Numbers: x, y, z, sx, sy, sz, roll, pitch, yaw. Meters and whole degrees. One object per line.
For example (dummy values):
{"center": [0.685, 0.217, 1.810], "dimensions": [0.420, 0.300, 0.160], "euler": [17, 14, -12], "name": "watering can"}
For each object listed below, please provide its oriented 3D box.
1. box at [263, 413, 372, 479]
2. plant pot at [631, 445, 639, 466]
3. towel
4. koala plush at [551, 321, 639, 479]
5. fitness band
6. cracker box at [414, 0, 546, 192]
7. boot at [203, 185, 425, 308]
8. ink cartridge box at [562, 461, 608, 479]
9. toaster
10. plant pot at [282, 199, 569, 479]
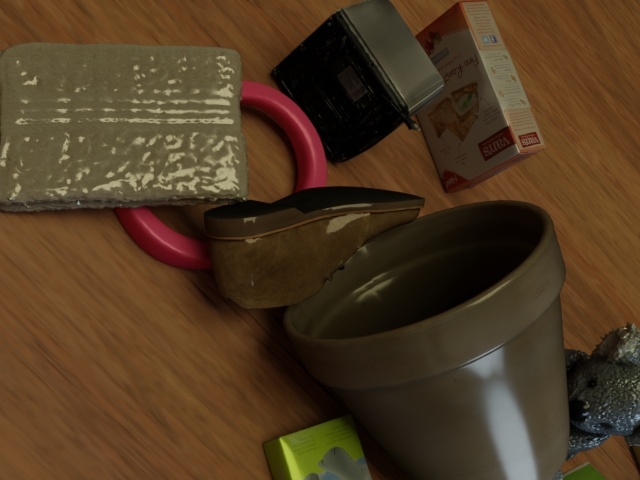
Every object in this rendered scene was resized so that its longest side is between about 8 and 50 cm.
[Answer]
{"center": [0.011, 0.301, 1.024], "dimensions": [0.109, 0.042, 0.178], "euler": [-11, 77, -36], "name": "box"}
{"center": [0.585, 0.271, 1.334], "dimensions": [0.212, 0.212, 0.187], "euler": [6, 81, -33], "name": "plant pot"}
{"center": [-0.221, -0.124, 0.984], "dimensions": [0.282, 0.049, 0.187], "euler": [-1, 76, -15], "name": "towel"}
{"center": [0.357, 0.207, 1.182], "dimensions": [0.203, 0.221, 0.196], "euler": [-9, 76, -37], "name": "koala plush"}
{"center": [-0.116, -0.084, 1.084], "dimensions": [0.291, 0.054, 0.209], "euler": [-27, 88, -37], "name": "fitness band"}
{"center": [0.210, -0.205, 1.288], "dimensions": [0.067, 0.155, 0.232], "euler": [-14, 80, -37], "name": "cracker box"}
{"center": [0.000, 0.000, 1.064], "dimensions": [0.305, 0.112, 0.115], "euler": [-13, 106, -35], "name": "boot"}
{"center": [0.381, 0.444, 1.197], "dimensions": [0.188, 0.097, 0.255], "euler": [-13, 45, -37], "name": "ink cartridge box"}
{"center": [0.052, -0.204, 1.173], "dimensions": [0.110, 0.168, 0.186], "euler": [-37, 94, -39], "name": "toaster"}
{"center": [0.159, 0.146, 1.045], "dimensions": [0.323, 0.323, 0.280], "euler": [-39, 111, -38], "name": "plant pot"}
